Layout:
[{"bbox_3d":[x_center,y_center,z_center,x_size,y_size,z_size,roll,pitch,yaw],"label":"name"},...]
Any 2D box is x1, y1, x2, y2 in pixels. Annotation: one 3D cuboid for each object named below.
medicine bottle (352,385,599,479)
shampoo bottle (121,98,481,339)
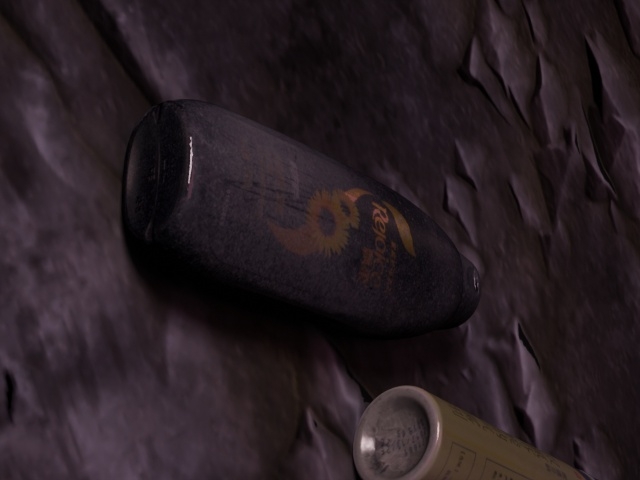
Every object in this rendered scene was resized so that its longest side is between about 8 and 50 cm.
[{"bbox_3d":[0.112,0.144,0.771,0.231,0.059,0.059,31,54,-42],"label":"medicine bottle"},{"bbox_3d":[0.000,0.000,0.692,0.234,0.049,0.087,23,62,-46],"label":"shampoo bottle"}]
